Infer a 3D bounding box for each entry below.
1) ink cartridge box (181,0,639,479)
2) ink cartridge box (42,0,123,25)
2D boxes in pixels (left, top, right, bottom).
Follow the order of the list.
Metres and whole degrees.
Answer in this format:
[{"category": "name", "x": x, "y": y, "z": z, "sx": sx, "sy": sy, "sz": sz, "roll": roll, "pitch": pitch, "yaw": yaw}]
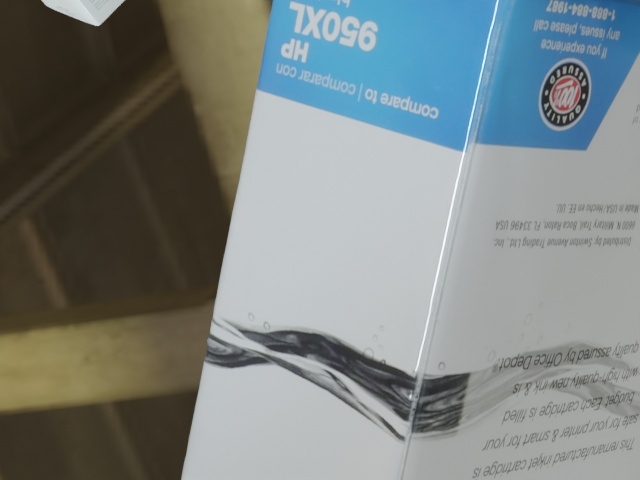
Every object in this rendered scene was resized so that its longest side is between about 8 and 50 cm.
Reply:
[{"category": "ink cartridge box", "x": 0.088, "y": 0.037, "z": 1.055, "sx": 0.285, "sy": 0.166, "sz": 0.395, "roll": -1, "pitch": -74, "yaw": -50}, {"category": "ink cartridge box", "x": -0.259, "y": -0.330, "z": 1.809, "sx": 0.128, "sy": 0.127, "sz": 0.176, "roll": -46, "pitch": -53, "yaw": -12}]
